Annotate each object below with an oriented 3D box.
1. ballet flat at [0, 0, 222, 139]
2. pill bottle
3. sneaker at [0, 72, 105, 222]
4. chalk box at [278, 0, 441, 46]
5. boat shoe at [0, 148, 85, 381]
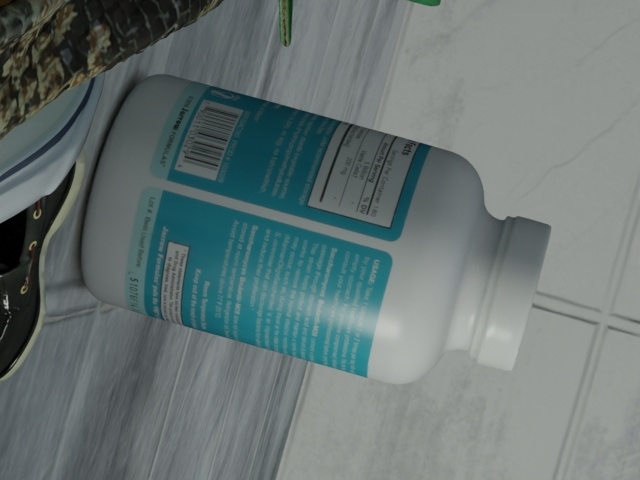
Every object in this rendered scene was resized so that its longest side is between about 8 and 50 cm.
[{"bbox_3d":[-0.076,-0.120,0.466,0.182,0.164,0.483,-43,-170,32],"label":"ballet flat"},{"bbox_3d":[0.000,0.000,1.144,0.146,0.264,0.146,16,90,-84],"label":"pill bottle"},{"bbox_3d":[-0.129,-0.051,0.604,0.258,0.094,0.091,-64,173,-58],"label":"sneaker"},{"bbox_3d":[0.005,-0.247,0.981,0.180,0.179,0.289,93,15,-69],"label":"chalk box"},{"bbox_3d":[-0.148,0.007,0.871,0.042,0.049,0.133,-12,129,-52],"label":"boat shoe"}]
